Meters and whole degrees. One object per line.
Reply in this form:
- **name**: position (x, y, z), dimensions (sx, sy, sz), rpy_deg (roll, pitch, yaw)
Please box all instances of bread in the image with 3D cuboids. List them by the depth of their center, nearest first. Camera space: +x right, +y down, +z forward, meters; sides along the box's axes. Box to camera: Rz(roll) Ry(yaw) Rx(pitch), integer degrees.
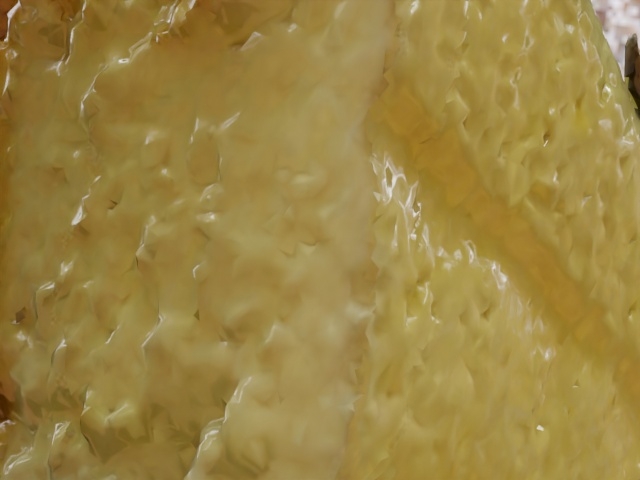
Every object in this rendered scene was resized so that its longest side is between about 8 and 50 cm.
- **bread**: position (0.000, 0.000, 0.611), dimensions (0.346, 0.242, 0.405), rpy_deg (4, -6, 39)
